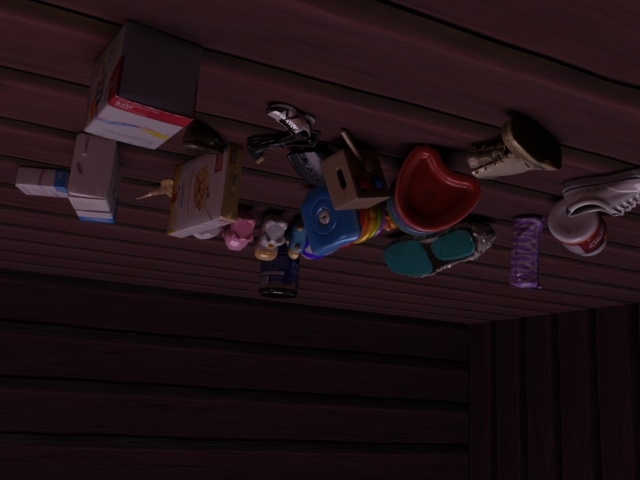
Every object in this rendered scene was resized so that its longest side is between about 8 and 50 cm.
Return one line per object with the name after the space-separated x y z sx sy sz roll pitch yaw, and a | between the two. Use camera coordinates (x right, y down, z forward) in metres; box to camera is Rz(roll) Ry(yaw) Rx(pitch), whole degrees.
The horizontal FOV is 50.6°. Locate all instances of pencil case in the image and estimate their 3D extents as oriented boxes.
0.574 0.035 1.881 0.088 0.206 0.086 -2 173 43 | pencil case

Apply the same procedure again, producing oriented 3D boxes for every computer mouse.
-0.053 -0.164 1.494 0.184 0.060 0.262 -3 165 19 | computer mouse

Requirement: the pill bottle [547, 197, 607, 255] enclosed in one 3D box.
0.674 -0.030 1.757 0.121 0.121 0.221 -5 164 31 | pill bottle

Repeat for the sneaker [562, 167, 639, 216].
0.679 -0.101 1.523 0.258 0.091 0.094 -9 162 41 | sneaker

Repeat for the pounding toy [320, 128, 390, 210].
0.073 -0.147 1.414 0.130 0.141 0.100 -7 167 -47 | pounding toy

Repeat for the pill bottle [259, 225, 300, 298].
-0.127 0.068 2.135 0.123 0.219 0.123 3 167 1 | pill bottle

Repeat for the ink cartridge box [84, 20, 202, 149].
-0.287 -0.240 1.084 0.127 0.128 0.176 12 164 -32 | ink cartridge box

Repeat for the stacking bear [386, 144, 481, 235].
0.225 -0.090 1.542 0.175 0.164 0.289 36 177 0 | stacking bear

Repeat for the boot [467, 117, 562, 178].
0.361 -0.173 1.333 0.165 0.077 0.213 -6 167 40 | boot

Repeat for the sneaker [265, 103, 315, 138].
-0.056 -0.225 1.276 0.109 0.043 0.040 15 164 -35 | sneaker

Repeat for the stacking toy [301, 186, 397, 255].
0.110 -0.058 1.764 0.302 0.166 0.175 1 161 -46 | stacking toy

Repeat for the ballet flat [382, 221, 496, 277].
0.367 0.024 2.061 0.147 0.147 0.409 12 164 -34 | ballet flat

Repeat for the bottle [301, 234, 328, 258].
0.000 0.000 2.095 0.118 0.092 0.283 5 167 -13 | bottle

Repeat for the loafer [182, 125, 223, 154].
-0.238 -0.205 1.395 0.056 0.050 0.148 4 -177 10 | loafer

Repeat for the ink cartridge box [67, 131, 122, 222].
-0.503 -0.135 1.524 0.086 0.148 0.203 7 166 -11 | ink cartridge box

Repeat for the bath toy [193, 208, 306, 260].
-0.221 -0.029 1.973 0.348 0.151 0.129 11 -166 -23 | bath toy

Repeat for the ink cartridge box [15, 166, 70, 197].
-0.699 -0.147 1.725 0.122 0.052 0.088 3 166 -5 | ink cartridge box

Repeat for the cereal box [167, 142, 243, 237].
-0.264 -0.109 1.535 0.047 0.173 0.240 15 161 -38 | cereal box

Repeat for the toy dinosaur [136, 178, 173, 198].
-0.386 -0.131 1.766 0.183 0.053 0.092 -13 145 29 | toy dinosaur
